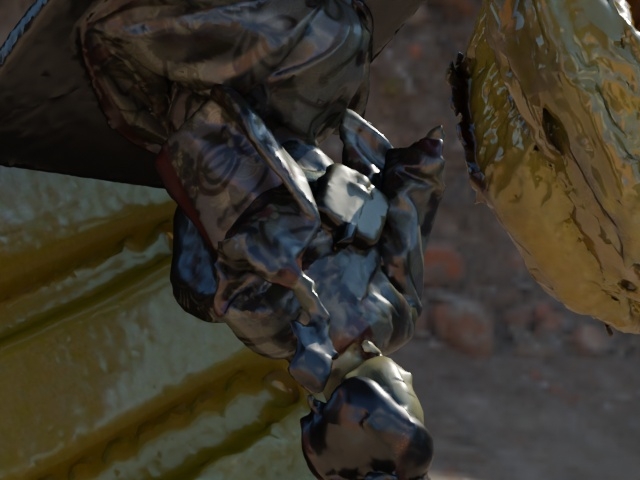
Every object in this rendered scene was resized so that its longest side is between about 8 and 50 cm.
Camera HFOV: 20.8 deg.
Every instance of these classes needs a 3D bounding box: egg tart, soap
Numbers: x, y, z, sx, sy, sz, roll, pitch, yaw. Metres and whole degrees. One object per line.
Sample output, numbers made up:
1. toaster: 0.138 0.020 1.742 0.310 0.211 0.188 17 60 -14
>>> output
1. egg tart: 0.185 -0.059 1.024 0.150 0.352 0.352 -29 -3 27
2. soap: -0.122 0.070 0.688 0.315 0.199 0.091 -27 -4 -42

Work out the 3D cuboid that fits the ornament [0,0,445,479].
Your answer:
1. ornament: 0.000 0.000 0.591 0.166 0.153 0.196 6 49 -45
